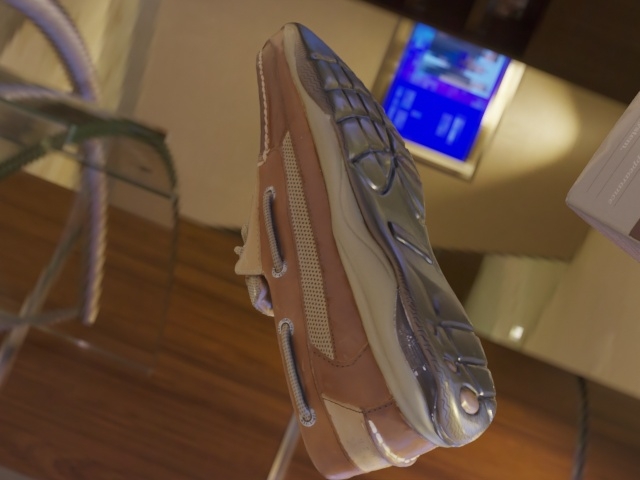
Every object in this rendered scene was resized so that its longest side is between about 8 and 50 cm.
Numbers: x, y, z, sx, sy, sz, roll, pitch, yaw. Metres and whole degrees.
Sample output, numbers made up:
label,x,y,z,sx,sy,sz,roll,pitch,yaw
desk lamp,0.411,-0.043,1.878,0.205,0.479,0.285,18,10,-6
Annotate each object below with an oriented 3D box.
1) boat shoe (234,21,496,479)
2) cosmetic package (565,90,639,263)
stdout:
label,x,y,z,sx,sy,sz,roll,pitch,yaw
boat shoe,0.000,0.000,0.865,0.120,0.122,0.324,-32,-132,18
cosmetic package,0.209,-0.009,0.533,0.127,0.107,0.238,-54,-161,2
